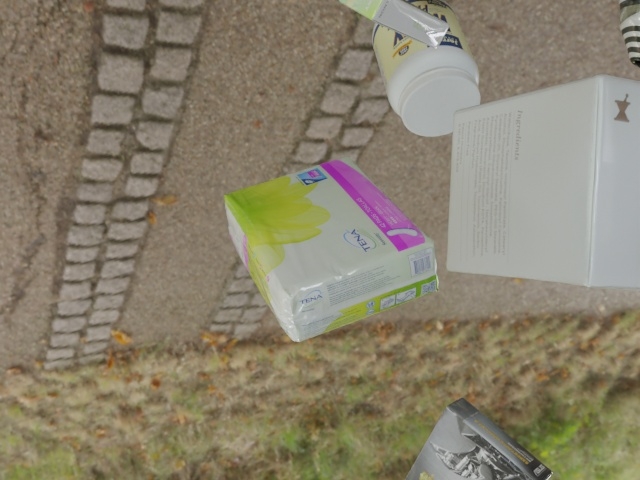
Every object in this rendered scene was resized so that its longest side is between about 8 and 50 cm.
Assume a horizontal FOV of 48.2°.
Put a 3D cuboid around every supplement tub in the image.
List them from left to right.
[{"bbox_3d":[0.273,-0.453,1.851,0.235,0.325,0.235,-7,143,-5],"label":"supplement tub"}]

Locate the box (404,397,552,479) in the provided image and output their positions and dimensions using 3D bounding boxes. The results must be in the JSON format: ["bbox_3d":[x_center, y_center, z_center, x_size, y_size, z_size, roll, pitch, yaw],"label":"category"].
[{"bbox_3d":[0.242,0.403,1.168,0.056,0.183,0.231,-13,133,-49],"label":"box"}]

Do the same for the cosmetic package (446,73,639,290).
[{"bbox_3d":[0.472,-0.086,1.292,0.329,0.327,0.393,3,180,-23],"label":"cosmetic package"}]

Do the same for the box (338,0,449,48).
[{"bbox_3d":[0.058,-0.469,1.335,0.232,0.322,0.058,0,123,-53],"label":"box"}]

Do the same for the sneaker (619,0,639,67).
[{"bbox_3d":[0.881,-0.466,1.543,0.447,0.257,0.169,-7,-178,12],"label":"sneaker"}]

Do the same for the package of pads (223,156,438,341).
[{"bbox_3d":[0.000,0.000,1.043,0.229,0.296,0.101,-19,127,-16],"label":"package of pads"}]
